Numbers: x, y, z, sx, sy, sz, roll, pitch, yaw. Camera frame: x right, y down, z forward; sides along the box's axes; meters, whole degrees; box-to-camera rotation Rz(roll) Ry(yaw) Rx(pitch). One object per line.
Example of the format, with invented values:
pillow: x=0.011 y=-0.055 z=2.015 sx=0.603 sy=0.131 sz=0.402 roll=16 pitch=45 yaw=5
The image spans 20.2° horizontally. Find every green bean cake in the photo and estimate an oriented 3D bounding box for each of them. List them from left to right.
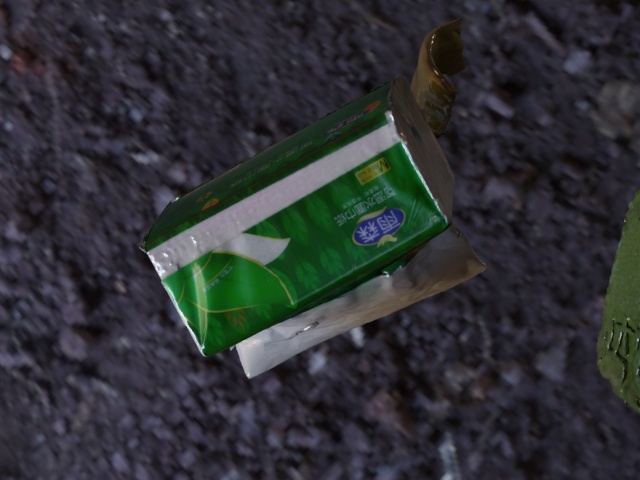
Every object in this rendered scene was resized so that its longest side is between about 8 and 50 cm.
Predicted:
green bean cake: x=0.339 y=0.062 z=1.575 sx=0.113 sy=0.200 sz=0.214 roll=6 pitch=106 yaw=-19

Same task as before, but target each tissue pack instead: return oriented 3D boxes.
tissue pack: x=0.001 y=0.000 z=1.326 sx=0.209 sy=0.148 sz=0.156 roll=-28 pitch=98 yaw=11

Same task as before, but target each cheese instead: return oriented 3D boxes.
cheese: x=0.091 y=-0.131 z=1.404 sx=0.041 sy=0.084 sz=0.060 roll=14 pitch=146 yaw=5
